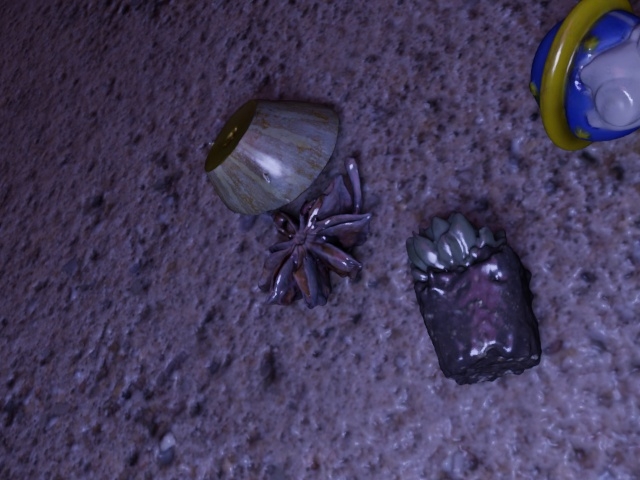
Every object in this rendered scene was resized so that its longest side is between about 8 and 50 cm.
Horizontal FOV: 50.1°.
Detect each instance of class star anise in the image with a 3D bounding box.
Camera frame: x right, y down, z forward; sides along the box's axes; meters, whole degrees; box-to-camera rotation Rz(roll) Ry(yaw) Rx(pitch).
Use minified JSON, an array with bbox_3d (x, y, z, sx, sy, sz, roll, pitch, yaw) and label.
[{"bbox_3d":[0.001,0.000,0.944,0.231,0.089,0.209,-45,44,3],"label":"star anise"}]

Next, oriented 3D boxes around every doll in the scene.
[{"bbox_3d":[0.332,-0.198,0.731,0.159,0.311,0.242,-23,43,-13],"label":"doll"}]

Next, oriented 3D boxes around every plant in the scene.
[{"bbox_3d":[0.180,0.061,0.800,0.132,0.129,0.194,-19,65,17],"label":"plant"}]

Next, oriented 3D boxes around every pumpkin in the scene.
[{"bbox_3d":[-0.091,-0.146,1.014,0.217,0.110,0.217,-25,46,29],"label":"pumpkin"}]
